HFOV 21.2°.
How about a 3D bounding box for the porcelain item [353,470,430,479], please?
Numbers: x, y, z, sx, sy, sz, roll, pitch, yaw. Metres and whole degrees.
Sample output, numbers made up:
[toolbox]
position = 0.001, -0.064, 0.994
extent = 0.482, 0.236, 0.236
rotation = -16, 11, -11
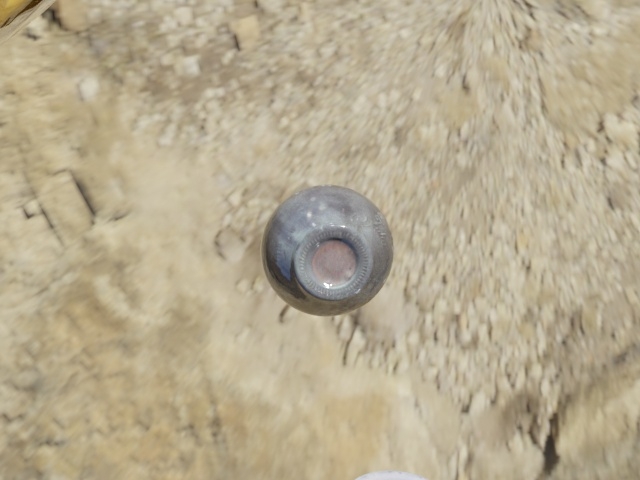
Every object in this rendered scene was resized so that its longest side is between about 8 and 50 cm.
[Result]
[porcelain item]
position = 0.063, 0.287, 1.473
extent = 0.147, 0.147, 0.114
rotation = 24, 122, 2

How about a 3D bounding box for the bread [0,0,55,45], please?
[bread]
position = -0.219, -0.197, 0.513
extent = 0.361, 0.394, 0.250
rotation = 47, 137, -3

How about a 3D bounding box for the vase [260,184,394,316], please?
[vase]
position = 0.000, 0.000, 1.570
extent = 0.120, 0.183, 0.120
rotation = -2, 103, -8
